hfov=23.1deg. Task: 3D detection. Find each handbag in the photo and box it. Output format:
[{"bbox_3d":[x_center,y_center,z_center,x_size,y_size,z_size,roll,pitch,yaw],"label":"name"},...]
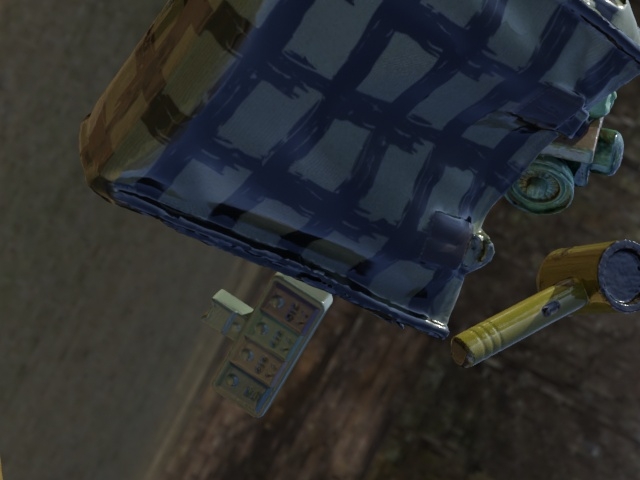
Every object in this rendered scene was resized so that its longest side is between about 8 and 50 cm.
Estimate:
[{"bbox_3d":[0.039,-0.116,1.164,0.325,0.327,0.162,-51,-152,20],"label":"handbag"}]

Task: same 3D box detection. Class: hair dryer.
[{"bbox_3d":[0.261,0.081,1.887,0.279,0.090,0.135,-24,-172,-30],"label":"hair dryer"}]

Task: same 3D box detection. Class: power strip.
[{"bbox_3d":[-0.090,0.124,2.163,0.215,0.145,0.061,-59,175,26],"label":"power strip"}]

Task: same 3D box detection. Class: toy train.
[{"bbox_3d":[0.199,-0.160,1.781,0.221,0.304,0.150,90,14,-48],"label":"toy train"}]

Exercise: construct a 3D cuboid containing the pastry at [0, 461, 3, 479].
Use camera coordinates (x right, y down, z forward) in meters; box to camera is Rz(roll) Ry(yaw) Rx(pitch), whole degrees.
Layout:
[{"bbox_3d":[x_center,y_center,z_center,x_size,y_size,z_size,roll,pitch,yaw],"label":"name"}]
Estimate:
[{"bbox_3d":[-0.494,0.191,1.521,0.409,0.410,0.245,116,-3,-53],"label":"pastry"}]
